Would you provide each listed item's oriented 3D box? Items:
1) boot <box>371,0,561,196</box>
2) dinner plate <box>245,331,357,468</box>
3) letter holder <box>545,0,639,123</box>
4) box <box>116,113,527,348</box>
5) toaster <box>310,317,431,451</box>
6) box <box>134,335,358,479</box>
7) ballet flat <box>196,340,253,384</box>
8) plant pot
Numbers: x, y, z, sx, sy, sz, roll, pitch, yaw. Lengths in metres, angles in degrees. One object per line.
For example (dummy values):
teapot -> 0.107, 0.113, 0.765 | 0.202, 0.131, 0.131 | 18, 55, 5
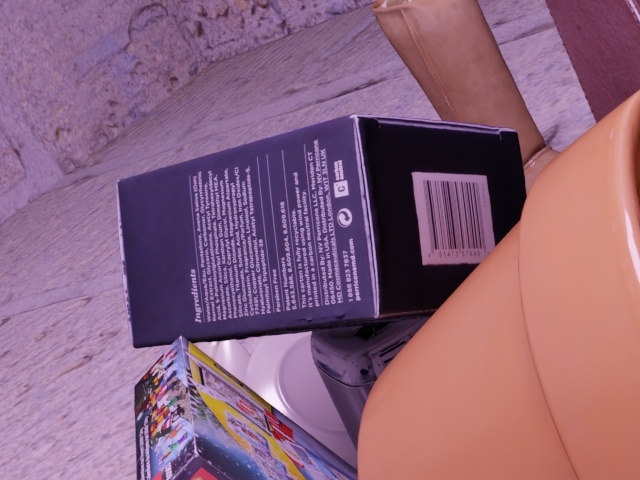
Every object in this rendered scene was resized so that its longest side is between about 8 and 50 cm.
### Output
boot -> 0.174, -0.119, 1.099 | 0.089, 0.269, 0.236 | -38, 20, -25
dinner plate -> 0.011, 0.115, 0.943 | 0.141, 0.141, 0.017 | -40, -21, -35
letter holder -> 0.285, -0.048, 0.690 | 0.152, 0.302, 0.214 | -29, 18, -4
box -> 0.000, 0.000, 0.712 | 0.207, 0.108, 0.153 | -10, -6, 41
toaster -> 0.093, 0.093, 0.832 | 0.227, 0.146, 0.129 | -32, 18, -13
box -> 0.003, 0.160, 0.640 | 0.044, 0.233, 0.159 | -48, 17, 6
ballet flat -> -0.029, 0.104, 1.014 | 0.342, 0.124, 0.116 | -36, 18, -24
plant pot -> 0.157, 0.101, 0.560 | 0.203, 0.291, 0.291 | -37, 10, 36
